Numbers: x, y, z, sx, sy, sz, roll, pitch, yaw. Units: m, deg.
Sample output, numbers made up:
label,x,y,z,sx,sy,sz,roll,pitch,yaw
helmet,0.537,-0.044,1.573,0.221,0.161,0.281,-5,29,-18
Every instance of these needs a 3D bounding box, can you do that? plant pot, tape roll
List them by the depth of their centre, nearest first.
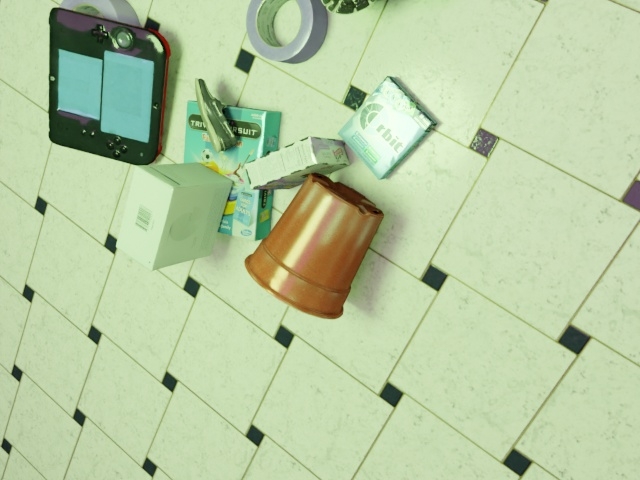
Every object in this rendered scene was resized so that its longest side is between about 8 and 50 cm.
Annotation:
label,x,y,z,sx,sy,sz,roll,pitch,yaw
plant pot,0.000,0.000,1.472,0.272,0.272,0.265,35,105,19
tape roll,-0.082,-0.530,1.508,0.189,0.080,0.189,5,101,26
tape roll,-0.648,-0.580,1.797,0.274,0.090,0.275,5,101,28

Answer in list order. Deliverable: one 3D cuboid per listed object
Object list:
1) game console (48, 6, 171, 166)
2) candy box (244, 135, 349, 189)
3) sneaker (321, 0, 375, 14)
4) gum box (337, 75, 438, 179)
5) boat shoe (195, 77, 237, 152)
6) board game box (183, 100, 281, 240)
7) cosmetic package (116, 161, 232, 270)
label,x,y,z,sx,sy,sz,roll,pitch,yaw
game console,-0.595,-0.417,1.725,0.341,0.060,0.387,13,115,1
candy box,-0.055,-0.184,1.504,0.196,0.165,0.070,-18,85,29
sneaker,0.160,-0.587,1.337,0.329,0.147,0.130,-10,122,9
gum box,0.154,-0.262,1.451,0.157,0.041,0.184,49,118,12
boat shoe,-0.268,-0.323,1.579,0.075,0.064,0.206,125,127,-71
board game box,-0.246,-0.190,1.657,0.253,0.079,0.336,13,105,26
cosmetic package,-0.367,-0.068,1.569,0.138,0.224,0.224,30,112,24
